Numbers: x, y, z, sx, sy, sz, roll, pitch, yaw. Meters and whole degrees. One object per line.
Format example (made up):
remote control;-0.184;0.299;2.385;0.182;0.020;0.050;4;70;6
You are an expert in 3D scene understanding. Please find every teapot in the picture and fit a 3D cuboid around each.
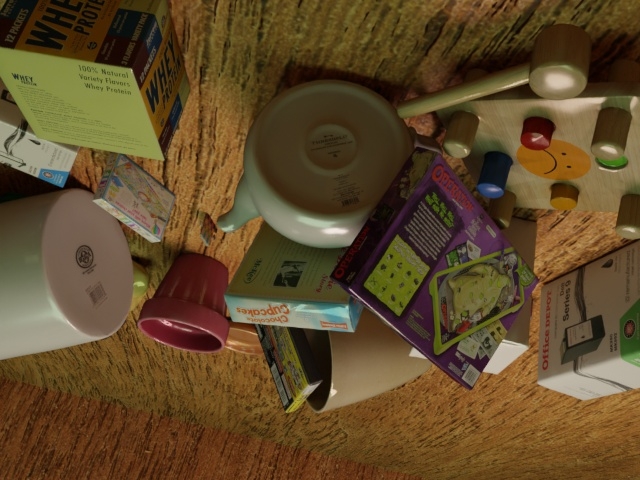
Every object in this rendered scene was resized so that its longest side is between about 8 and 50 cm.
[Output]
teapot;0.015;-0.091;1.031;0.256;0.252;0.187;26;160;8

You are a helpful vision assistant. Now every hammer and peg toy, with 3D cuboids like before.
hammer and peg toy;0.274;-0.142;0.905;0.266;0.127;0.361;5;153;35

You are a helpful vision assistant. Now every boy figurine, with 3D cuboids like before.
boy figurine;-0.501;0.147;1.787;0.092;0.177;0.285;44;137;3

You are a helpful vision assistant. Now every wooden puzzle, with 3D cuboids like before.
wooden puzzle;-0.228;-0.021;1.459;0.006;0.049;0.083;7;152;16

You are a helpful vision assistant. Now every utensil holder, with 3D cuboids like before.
utensil holder;-0.625;0.076;1.462;0.385;0.328;0.327;-12;146;16

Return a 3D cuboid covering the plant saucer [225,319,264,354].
plant saucer;-0.218;0.269;2.025;0.200;0.037;0.200;10;152;5

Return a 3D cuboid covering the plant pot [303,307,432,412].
plant pot;0.109;0.248;1.653;0.274;0.256;0.256;-2;158;-20

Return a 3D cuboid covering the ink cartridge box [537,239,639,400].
ink cartridge box;0.523;0.149;1.284;0.121;0.211;0.289;20;152;-15

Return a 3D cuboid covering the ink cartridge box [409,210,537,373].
ink cartridge box;0.263;0.088;1.255;0.168;0.233;0.171;12;153;1

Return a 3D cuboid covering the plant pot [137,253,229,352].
plant pot;-0.293;0.137;1.645;0.201;0.180;0.201;11;153;5

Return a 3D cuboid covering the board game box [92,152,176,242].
board game box;-0.341;-0.079;1.337;0.026;0.103;0.154;-7;147;33

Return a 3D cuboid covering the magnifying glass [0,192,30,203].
magnifying glass;-0.691;-0.055;1.625;0.092;0.026;0.231;28;148;-27

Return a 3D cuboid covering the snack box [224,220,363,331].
snack box;0.000;0.000;1.108;0.187;0.322;0.060;3;130;20

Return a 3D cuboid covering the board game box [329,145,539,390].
board game box;0.175;0.053;1.003;0.056;0.208;0.347;31;172;48

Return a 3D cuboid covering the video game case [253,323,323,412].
video game case;-0.086;0.235;1.663;0.035;0.275;0.248;-14;158;-22

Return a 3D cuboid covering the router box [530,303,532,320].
router box;0.386;0.174;1.574;0.133;0.046;0.179;5;152;14

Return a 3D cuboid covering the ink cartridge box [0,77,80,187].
ink cartridge box;-0.508;-0.188;1.217;0.203;0.086;0.148;22;152;-19

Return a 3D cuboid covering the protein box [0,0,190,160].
protein box;-0.305;-0.234;0.987;0.199;0.136;0.201;10;153;6
